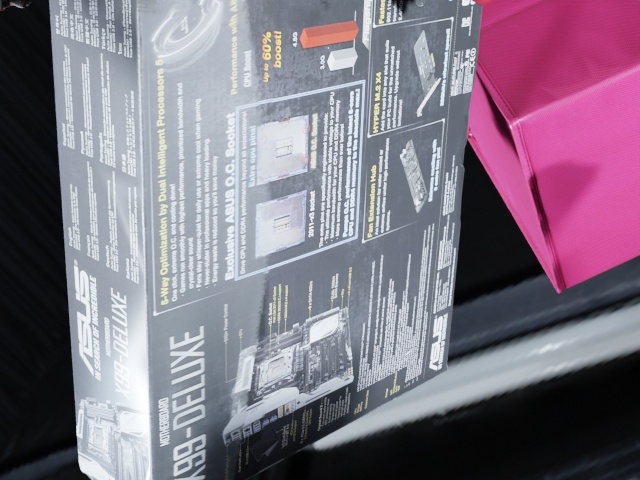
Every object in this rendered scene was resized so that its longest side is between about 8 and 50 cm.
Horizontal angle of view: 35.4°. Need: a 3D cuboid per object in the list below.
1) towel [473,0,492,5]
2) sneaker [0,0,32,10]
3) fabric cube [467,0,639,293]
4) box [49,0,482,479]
[{"bbox_3d":[0.062,-0.193,0.343,0.275,0.198,0.031,-28,-138,57],"label":"towel"},{"bbox_3d":[-0.302,-0.205,0.712,0.098,0.135,0.276,-63,176,34],"label":"sneaker"},{"bbox_3d":[0.271,-0.158,0.951,0.258,0.254,0.259,-25,-131,5],"label":"fabric cube"},{"bbox_3d":[-0.019,-0.031,0.548,0.242,0.308,0.076,-20,-148,-41],"label":"box"}]
